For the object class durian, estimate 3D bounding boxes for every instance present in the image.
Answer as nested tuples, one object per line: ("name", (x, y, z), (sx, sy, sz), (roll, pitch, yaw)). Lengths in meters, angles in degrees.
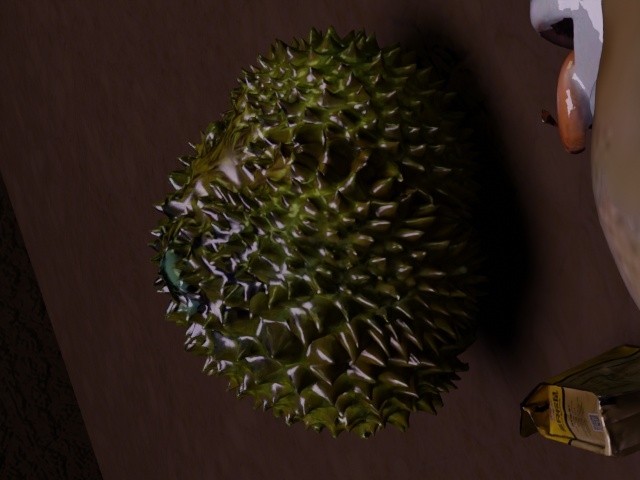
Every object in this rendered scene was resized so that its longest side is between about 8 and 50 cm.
("durian", (-0.004, 0.001, 1.349), (0.291, 0.224, 0.291), (169, 90, -73))

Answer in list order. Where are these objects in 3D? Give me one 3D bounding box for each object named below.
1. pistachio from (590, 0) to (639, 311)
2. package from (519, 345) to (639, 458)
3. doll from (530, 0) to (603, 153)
("pistachio", (0.240, -0.104, 0.502), (0.365, 0.281, 0.445), (43, 120, 13))
("package", (0.173, 0.097, 1.185), (0.131, 0.071, 0.047), (6, 117, 70))
("doll", (0.182, -0.065, 0.891), (0.161, 0.215, 0.257), (-15, 81, 27))
